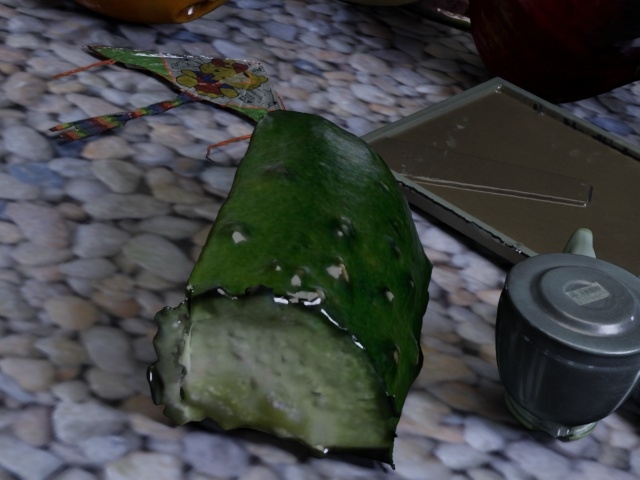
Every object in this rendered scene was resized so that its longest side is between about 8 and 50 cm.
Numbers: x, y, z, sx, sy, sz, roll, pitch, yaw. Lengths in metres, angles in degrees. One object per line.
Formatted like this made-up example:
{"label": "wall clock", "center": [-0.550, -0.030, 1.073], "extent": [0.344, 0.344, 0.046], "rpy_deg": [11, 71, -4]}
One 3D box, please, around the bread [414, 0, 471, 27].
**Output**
{"label": "bread", "center": [0.149, -0.253, 1.534], "extent": [0.228, 0.033, 0.228], "rpy_deg": [12, 29, -7]}

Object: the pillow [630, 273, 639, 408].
{"label": "pillow", "center": [0.303, 0.112, 0.890], "extent": [0.161, 0.093, 0.335], "rpy_deg": [-14, 39, -31]}

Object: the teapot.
{"label": "teapot", "center": [0.147, 0.060, 0.909], "extent": [0.092, 0.091, 0.124], "rpy_deg": [30, 37, 24]}

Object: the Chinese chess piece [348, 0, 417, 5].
{"label": "Chinese chess piece", "center": [0.025, -0.318, 1.355], "extent": [0.273, 0.273, 0.102], "rpy_deg": [23, 62, 13]}

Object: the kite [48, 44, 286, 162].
{"label": "kite", "center": [-0.103, -0.098, 1.155], "extent": [0.198, 0.006, 0.244], "rpy_deg": [28, 30, 21]}

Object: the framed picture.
{"label": "framed picture", "center": [0.161, -0.039, 1.128], "extent": [0.250, 0.016, 0.184], "rpy_deg": [31, 41, 34]}

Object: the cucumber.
{"label": "cucumber", "center": [0.003, -0.001, 0.938], "extent": [0.145, 0.105, 0.325], "rpy_deg": [15, 25, 0]}

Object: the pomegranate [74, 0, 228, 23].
{"label": "pomegranate", "center": [-0.132, -0.268, 1.247], "extent": [0.209, 0.209, 0.209], "rpy_deg": [12, 28, -7]}

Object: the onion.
{"label": "onion", "center": [0.225, -0.249, 1.298], "extent": [0.285, 0.273, 0.273], "rpy_deg": [55, 36, 2]}
